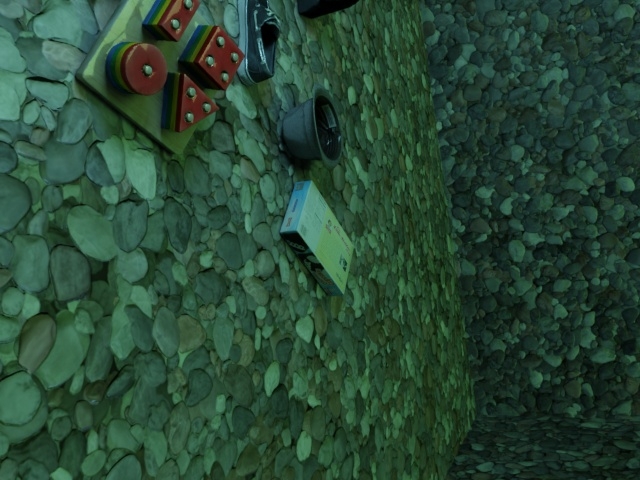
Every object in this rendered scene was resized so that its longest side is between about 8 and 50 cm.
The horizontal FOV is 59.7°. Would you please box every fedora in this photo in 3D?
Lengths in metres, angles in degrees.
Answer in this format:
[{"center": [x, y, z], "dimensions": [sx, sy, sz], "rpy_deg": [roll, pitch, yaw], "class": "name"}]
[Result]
[{"center": [-0.029, -0.314, 1.590], "dimensions": [0.275, 0.124, 0.244], "rpy_deg": [-34, 116, -69], "class": "fedora"}]

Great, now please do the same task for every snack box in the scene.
[{"center": [0.000, 0.000, 1.641], "dimensions": [0.322, 0.060, 0.187], "rpy_deg": [55, 38, -42], "class": "snack box"}]

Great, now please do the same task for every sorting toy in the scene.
[{"center": [-0.277, -0.331, 1.058], "dimensions": [0.257, 0.089, 0.256], "rpy_deg": [41, 71, -52], "class": "sorting toy"}]

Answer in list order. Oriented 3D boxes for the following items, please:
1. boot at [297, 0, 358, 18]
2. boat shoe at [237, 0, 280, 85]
[{"center": [0.061, -0.945, 1.681], "dimensions": [0.146, 0.366, 0.446], "rpy_deg": [-1, 85, -45], "class": "boot"}, {"center": [-0.150, -0.549, 1.439], "dimensions": [0.108, 0.102, 0.302], "rpy_deg": [31, 56, -57], "class": "boat shoe"}]
